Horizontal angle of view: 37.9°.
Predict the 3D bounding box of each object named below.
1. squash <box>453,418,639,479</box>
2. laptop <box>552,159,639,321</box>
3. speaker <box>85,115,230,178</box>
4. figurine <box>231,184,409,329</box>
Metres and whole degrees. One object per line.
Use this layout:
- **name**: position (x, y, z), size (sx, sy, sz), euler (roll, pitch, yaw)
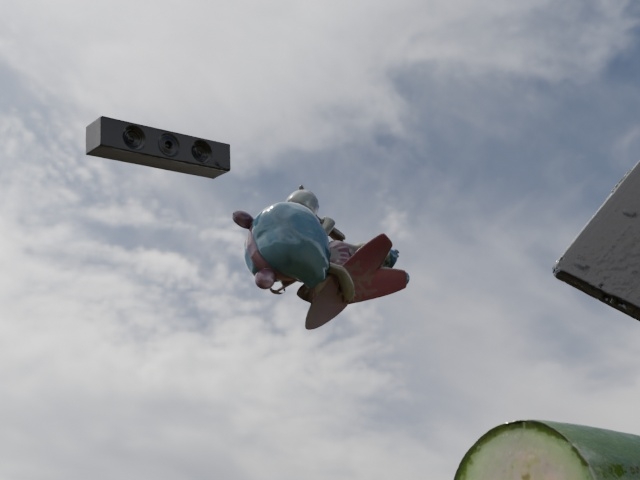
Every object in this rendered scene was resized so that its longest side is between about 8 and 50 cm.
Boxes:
- **squash**: position (0.392, 0.394, 1.306), size (0.384, 0.263, 0.263), euler (16, -32, -39)
- **laptop**: position (0.298, -0.019, 0.729), size (0.154, 0.207, 0.026), euler (32, -21, 38)
- **speaker**: position (-0.208, -0.118, 1.212), size (0.191, 0.040, 0.046), euler (8, -18, -39)
- **figurine**: position (0.010, -0.001, 1.162), size (0.260, 0.205, 0.103), euler (11, -36, -41)
